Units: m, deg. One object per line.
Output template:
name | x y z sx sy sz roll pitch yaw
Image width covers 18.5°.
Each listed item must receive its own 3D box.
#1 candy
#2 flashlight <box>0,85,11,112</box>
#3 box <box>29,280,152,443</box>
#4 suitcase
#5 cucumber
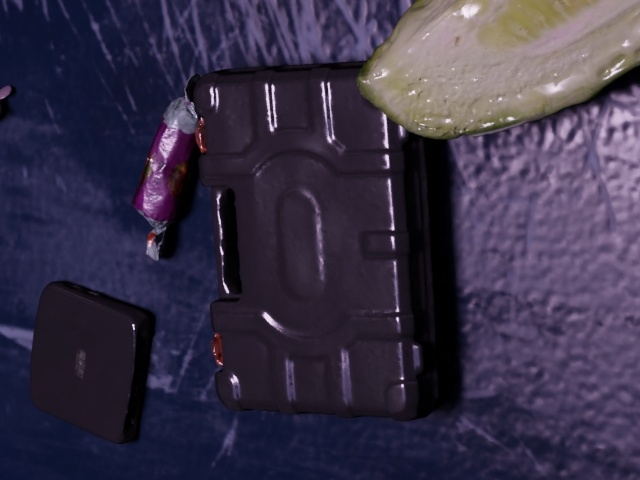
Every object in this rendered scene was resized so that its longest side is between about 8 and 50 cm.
candy | -0.131 -0.063 1.674 0.043 0.045 0.175 15 107 -5
flashlight | -0.328 -0.117 1.799 0.110 0.052 0.031 -4 131 40
box | -0.208 0.107 1.762 0.125 0.027 0.126 20 109 32
suitcase | 0.000 0.000 1.583 0.206 0.066 0.285 0 98 32
cucumber | 0.176 -0.183 1.421 0.325 0.105 0.145 -35 105 32
